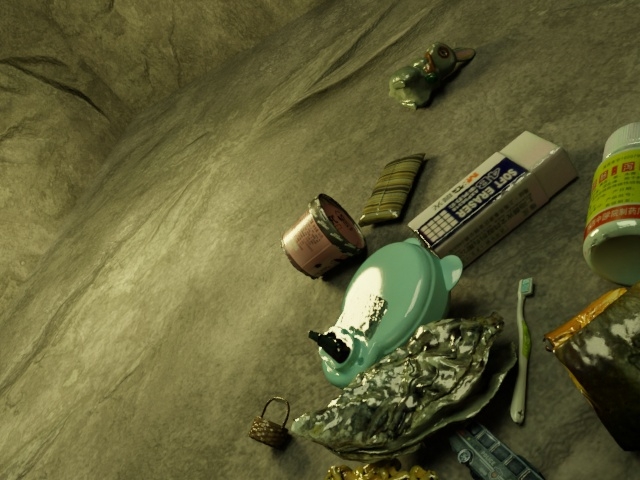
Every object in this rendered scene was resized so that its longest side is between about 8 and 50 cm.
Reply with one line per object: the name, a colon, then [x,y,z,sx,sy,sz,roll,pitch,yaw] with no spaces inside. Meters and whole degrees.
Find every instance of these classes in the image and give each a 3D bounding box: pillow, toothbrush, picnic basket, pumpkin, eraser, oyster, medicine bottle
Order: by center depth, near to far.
pumpkin: [0.351,0.120,0.844,0.139,0.190,0.281,-38,29,8]
medicine bottle: [0.461,-0.054,0.992,0.139,0.139,0.226,-12,41,41]
oyster: [0.126,0.221,1.001,0.350,0.162,0.158,-25,75,1]
toothbrush: [0.298,0.157,1.026,0.026,0.022,0.263,-30,30,42]
picnic basket: [-0.083,0.316,1.209,0.072,0.072,0.083,-2,61,48]
eraser: [0.306,-0.073,1.249,0.287,0.086,0.130,-40,29,3]
pillow: [0.159,-0.116,1.525,0.113,0.038,0.203,-12,40,41]

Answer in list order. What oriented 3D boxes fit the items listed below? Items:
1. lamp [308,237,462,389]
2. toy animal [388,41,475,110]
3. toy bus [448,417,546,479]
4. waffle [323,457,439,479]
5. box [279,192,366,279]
lamp: [0.109,0.126,1.157,0.284,0.147,0.209,-42,25,-10]
toy animal: [0.274,-0.436,1.739,0.236,0.108,0.138,-49,30,-14]
toy bus: [0.232,0.297,0.895,0.065,0.047,0.166,-41,29,-7]
waffle: [0.056,0.411,0.946,0.254,0.052,0.245,-13,39,41]
box: [0.000,0.000,1.460,0.135,0.151,0.151,-41,29,18]
